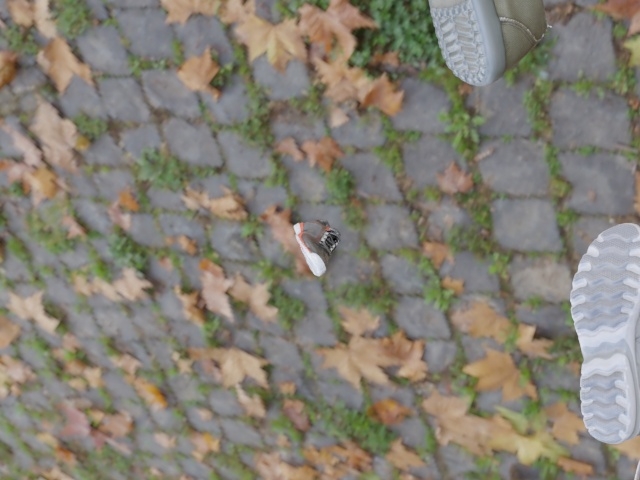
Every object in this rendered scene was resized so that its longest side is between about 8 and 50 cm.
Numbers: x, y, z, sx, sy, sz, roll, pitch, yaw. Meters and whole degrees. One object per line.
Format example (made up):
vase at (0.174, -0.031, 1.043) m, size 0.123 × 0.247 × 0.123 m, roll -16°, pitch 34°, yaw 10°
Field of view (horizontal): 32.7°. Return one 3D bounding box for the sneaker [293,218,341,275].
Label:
sneaker at (0.000, 0.000, 1.681) m, size 0.064 × 0.158 × 0.061 m, roll -23°, pitch 115°, yaw 1°

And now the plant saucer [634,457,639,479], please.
plant saucer at (0.381, 0.186, 0.766) m, size 0.310 × 0.050 × 0.311 m, roll 7°, pitch 115°, yaw 15°

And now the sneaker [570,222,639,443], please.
sneaker at (0.397, 0.118, 1.419) m, size 0.115 × 0.281 × 0.105 m, roll 4°, pitch 180°, yaw -41°

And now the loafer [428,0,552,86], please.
loafer at (0.124, -0.253, 0.861) m, size 0.094 × 0.087 × 0.251 m, roll 25°, pitch 133°, yaw 58°
